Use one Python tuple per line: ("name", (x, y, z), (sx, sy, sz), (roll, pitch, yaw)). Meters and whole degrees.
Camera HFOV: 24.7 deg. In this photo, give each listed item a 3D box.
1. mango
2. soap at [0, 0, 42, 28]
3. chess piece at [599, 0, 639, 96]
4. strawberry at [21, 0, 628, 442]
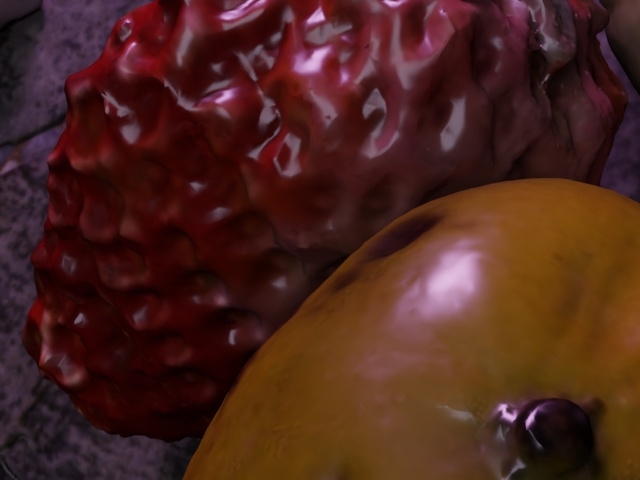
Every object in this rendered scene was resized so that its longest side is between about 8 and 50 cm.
("mango", (0.041, 0.186, 0.586), (0.221, 0.301, 0.445), (27, 125, 15))
("soap", (-0.272, -0.217, 0.973), (0.119, 0.066, 0.198), (-27, 66, 11))
("chess piece", (0.197, -0.110, 0.693), (0.137, 0.137, 0.300), (-26, 86, 13))
("strawberry", (0.000, 0.000, 0.698), (0.336, 0.265, 0.149), (-47, 60, 28))
